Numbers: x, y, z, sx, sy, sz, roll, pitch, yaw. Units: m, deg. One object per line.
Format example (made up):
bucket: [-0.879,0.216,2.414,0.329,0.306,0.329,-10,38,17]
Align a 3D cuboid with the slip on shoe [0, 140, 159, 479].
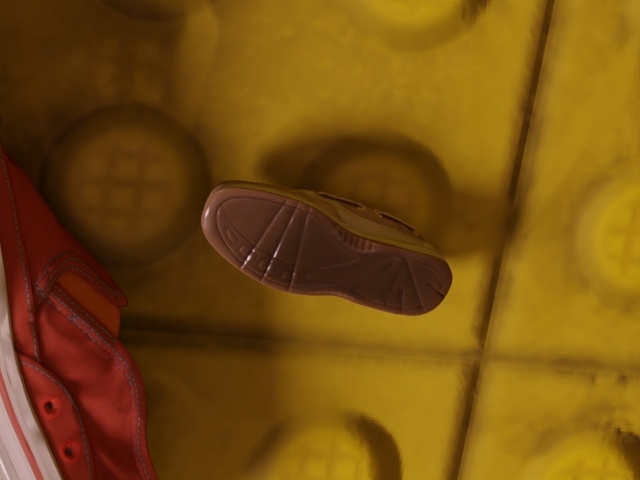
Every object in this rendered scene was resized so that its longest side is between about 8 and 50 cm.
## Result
slip on shoe: [-0.150,0.028,0.954,0.101,0.123,0.331,-30,112,-36]

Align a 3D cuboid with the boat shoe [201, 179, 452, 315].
boat shoe: [0.000,0.000,0.999,0.135,0.045,0.050,22,112,-23]
